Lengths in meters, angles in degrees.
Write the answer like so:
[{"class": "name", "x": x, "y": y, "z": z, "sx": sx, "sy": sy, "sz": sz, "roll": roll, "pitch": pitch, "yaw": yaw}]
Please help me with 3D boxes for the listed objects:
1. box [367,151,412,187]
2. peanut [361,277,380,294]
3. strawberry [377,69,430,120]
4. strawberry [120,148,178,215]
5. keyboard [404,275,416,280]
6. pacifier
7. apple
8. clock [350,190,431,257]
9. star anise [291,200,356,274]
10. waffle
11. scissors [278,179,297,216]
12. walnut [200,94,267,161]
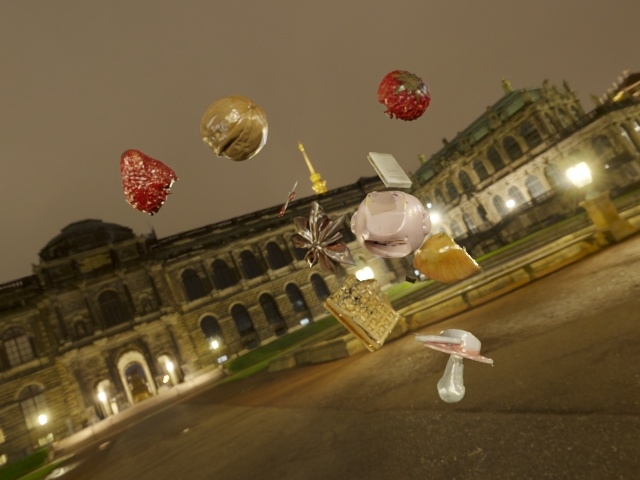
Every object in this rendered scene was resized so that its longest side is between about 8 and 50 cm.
[{"class": "box", "x": 0.271, "y": -0.277, "z": 1.598, "sx": 0.109, "sy": 0.198, "sz": 0.029, "roll": -1, "pitch": -45, "yaw": -24}, {"class": "peanut", "x": 0.219, "y": 0.350, "z": 2.383, "sx": 0.325, "sy": 0.153, "sz": 0.140, "roll": -43, "pitch": 2, "yaw": 9}, {"class": "strawberry", "x": 0.216, "y": -0.376, "z": 1.040, "sx": 0.145, "sy": 0.145, "sz": 0.086, "roll": -20, "pitch": -27, "yaw": -26}, {"class": "strawberry", "x": -0.778, "y": -0.260, "z": 1.804, "sx": 0.258, "sy": 0.260, "sz": 0.261, "roll": 27, "pitch": -38, "yaw": -25}, {"class": "keyboard", "x": 0.505, "y": 0.221, "z": 2.283, "sx": 0.061, "sy": 0.013, "sz": 0.204, "roll": 18, "pitch": -7, "yaw": 14}, {"class": "pacifier", "x": 0.490, "y": 0.425, "z": 1.465, "sx": 0.221, "sy": 0.272, "sz": 0.332, "roll": -26, "pitch": -21, "yaw": 13}, {"class": "apple", "x": 0.624, "y": 0.085, "z": 2.020, "sx": 0.314, "sy": 0.251, "sz": 0.309, "roll": -1, "pitch": -5, "yaw": 28}, {"class": "clock", "x": 0.337, "y": -0.046, "z": 1.911, "sx": 0.369, "sy": 0.250, "sz": 0.377, "roll": 0, "pitch": -19, "yaw": 21}, {"class": "star anise", "x": 0.016, "y": -0.001, "z": 1.575, "sx": 0.315, "sy": 0.315, "sz": 0.108, "roll": -33, "pitch": 3, "yaw": 36}, {"class": "waffle", "x": 0.228, "y": 0.379, "z": 2.191, "sx": 0.261, "sy": 0.376, "sz": 0.114, "roll": -42, "pitch": -9, "yaw": -36}, {"class": "scissors", "x": -0.151, "y": -0.218, "z": 1.994, "sx": 0.144, "sy": 0.017, "sz": 0.247, "roll": -54, "pitch": 13, "yaw": 28}, {"class": "walnut", "x": -0.388, "y": -0.499, "z": 1.829, "sx": 0.277, "sy": 0.251, "sz": 0.313, "roll": 15, "pitch": -40, "yaw": -35}]
